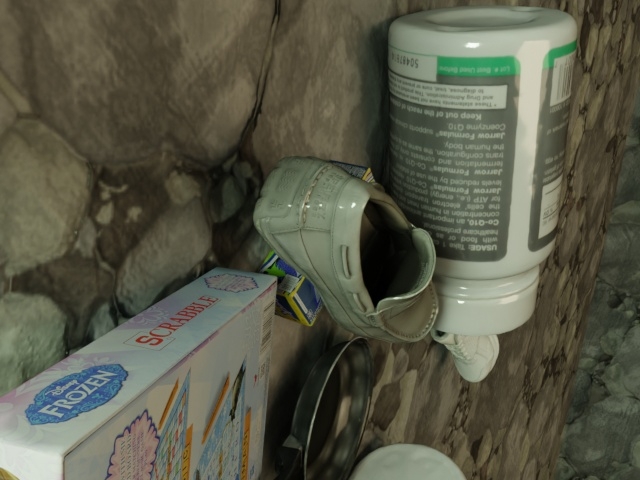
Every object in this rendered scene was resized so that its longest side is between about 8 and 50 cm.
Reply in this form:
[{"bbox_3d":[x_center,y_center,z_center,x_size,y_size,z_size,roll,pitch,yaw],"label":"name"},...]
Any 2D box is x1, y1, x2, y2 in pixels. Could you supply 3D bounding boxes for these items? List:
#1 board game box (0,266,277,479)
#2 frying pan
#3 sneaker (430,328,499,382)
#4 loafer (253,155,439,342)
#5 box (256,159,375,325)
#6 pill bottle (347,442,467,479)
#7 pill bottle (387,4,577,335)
[{"bbox_3d":[-0.121,0.211,0.491,0.318,0.065,0.319,-37,135,-72],"label":"board game box"},{"bbox_3d":[-0.012,0.240,0.738,0.326,0.053,0.197,-51,144,-47],"label":"frying pan"},{"bbox_3d":[0.214,0.142,1.072,0.115,0.090,0.232,-37,123,-37],"label":"sneaker"},{"bbox_3d":[0.056,0.030,0.637,0.319,0.111,0.112,40,68,-54],"label":"loafer"},{"bbox_3d":[0.000,0.000,0.697,0.169,0.054,0.059,-58,144,-25],"label":"box"},{"bbox_3d":[0.130,0.453,0.970,0.169,0.169,0.302,-40,134,-43],"label":"pill bottle"},{"bbox_3d":[0.183,-0.081,0.808,0.204,0.204,0.361,-34,130,-47],"label":"pill bottle"}]
